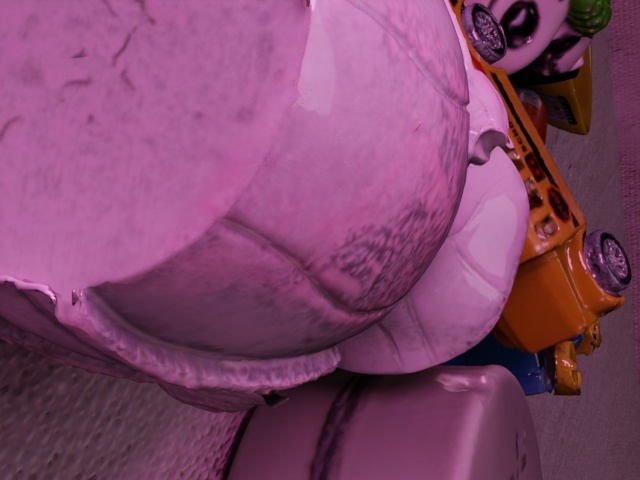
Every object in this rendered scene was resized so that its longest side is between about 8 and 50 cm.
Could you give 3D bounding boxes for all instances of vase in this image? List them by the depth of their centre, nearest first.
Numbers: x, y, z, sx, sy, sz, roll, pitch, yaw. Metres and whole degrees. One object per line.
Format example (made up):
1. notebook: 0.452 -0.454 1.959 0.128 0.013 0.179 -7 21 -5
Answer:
1. vase: -0.022 -0.037 0.623 0.445 0.250 0.250 28 61 -69

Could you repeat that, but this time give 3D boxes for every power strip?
1. power strip: 0.055 0.265 0.875 0.357 0.161 0.357 -2 90 -70

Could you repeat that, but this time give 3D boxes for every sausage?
1. sausage: 0.249 -0.119 1.574 0.264 0.083 0.083 -68 148 -51

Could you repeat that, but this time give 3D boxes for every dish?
1. dish: 0.309 -0.264 1.714 0.262 0.108 0.221 38 52 -66

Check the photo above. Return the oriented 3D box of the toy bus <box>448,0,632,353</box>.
1. toy bus: 0.103 -0.068 0.949 0.123 0.121 0.335 -30 92 -56

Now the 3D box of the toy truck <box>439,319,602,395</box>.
1. toy truck: 0.193 0.066 1.280 0.385 0.161 0.162 -22 102 -68

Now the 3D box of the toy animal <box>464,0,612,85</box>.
1. toy animal: 0.195 -0.262 1.259 0.267 0.213 0.212 3 84 -71
